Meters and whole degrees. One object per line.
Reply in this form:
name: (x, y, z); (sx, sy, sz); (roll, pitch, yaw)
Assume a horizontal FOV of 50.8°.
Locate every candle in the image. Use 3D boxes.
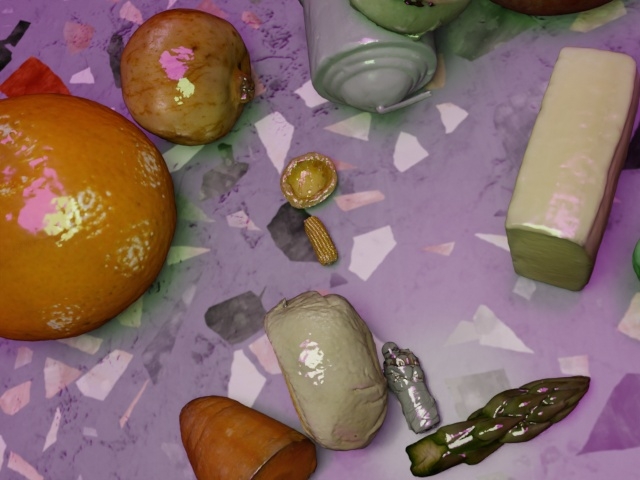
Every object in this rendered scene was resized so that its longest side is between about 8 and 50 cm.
candle: (0.076, -0.349, 1.111); (0.221, 0.221, 0.342); (-8, 73, 13)

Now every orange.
orange: (-0.453, -0.045, 1.107); (0.424, 0.326, 0.424); (-5, 71, 16)

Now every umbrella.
umbrella: (0.131, 0.217, 1.009); (0.067, 0.062, 0.143); (-43, 64, 33)

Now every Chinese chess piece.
Chinese chess piece: (0.124, -0.411, 0.976); (0.238, 0.092, 0.237); (7, 72, -21)

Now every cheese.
cheese: (0.351, -0.090, 0.937); (0.124, 0.242, 0.265); (17, 78, 20)

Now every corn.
corn: (0.000, 0.000, 1.121); (0.037, 0.037, 0.092); (-29, 69, 5)

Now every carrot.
carrot: (-0.127, 0.302, 1.007); (0.225, 0.159, 0.159); (32, 84, 40)

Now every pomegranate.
pomegranate: (-0.227, -0.283, 1.176); (0.248, 0.248, 0.248); (-5, 72, 14)

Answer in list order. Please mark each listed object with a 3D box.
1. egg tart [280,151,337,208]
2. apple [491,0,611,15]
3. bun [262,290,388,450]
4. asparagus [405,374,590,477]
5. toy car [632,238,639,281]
egg tart: (-0.017, -0.100, 1.154); (0.105, 0.039, 0.105); (-5, 72, 15)
apple: (0.369, -0.523, 1.052); (0.345, 0.269, 0.344); (-5, 71, 15)
bun: (0.014, 0.179, 0.982); (0.153, 0.244, 0.244); (-21, 68, -13)
asparagus: (0.251, 0.259, 0.949); (0.287, 0.080, 0.080); (-26, 68, 3)
toy car: (0.591, 0.081, 0.862); (0.359, 0.176, 0.213); (38, 86, 26)
